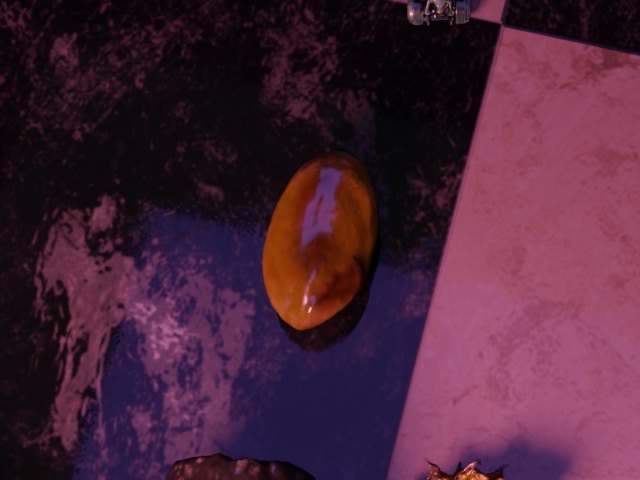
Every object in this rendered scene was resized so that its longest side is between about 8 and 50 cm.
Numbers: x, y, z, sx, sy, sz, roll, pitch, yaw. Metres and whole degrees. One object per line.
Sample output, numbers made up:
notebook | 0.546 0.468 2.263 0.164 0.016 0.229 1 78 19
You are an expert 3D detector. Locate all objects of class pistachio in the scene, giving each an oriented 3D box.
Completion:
pistachio | -0.003 0.001 1.627 0.110 0.100 0.189 6 82 29

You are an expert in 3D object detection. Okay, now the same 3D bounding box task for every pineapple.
pineapple | 0.147 0.276 1.555 0.137 0.069 0.116 1 79 14

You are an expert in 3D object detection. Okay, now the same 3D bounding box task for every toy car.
toy car | 0.130 -0.305 1.726 0.073 0.054 0.143 0 73 5

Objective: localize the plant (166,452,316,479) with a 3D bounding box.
plant | -0.095 0.370 1.483 0.194 0.181 0.320 3 69 5
